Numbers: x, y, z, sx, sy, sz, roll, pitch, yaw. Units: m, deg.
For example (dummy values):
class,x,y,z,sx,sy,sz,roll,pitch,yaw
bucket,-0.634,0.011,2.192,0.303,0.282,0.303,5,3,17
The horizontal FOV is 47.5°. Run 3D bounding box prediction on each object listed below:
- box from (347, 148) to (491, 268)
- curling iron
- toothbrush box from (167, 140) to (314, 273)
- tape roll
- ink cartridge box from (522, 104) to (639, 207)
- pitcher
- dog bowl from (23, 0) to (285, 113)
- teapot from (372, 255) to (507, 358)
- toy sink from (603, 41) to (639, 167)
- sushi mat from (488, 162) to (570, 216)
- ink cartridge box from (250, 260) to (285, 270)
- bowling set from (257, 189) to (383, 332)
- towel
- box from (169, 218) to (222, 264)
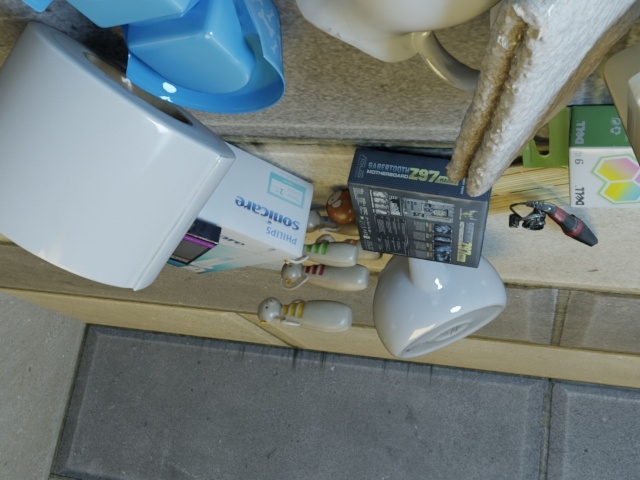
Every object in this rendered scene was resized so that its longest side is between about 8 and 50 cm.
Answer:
class,x,y,z,sx,sy,sz,roll,pitch,yaw
box,0.142,-0.040,1.025,0.183,0.059,0.233,10,159,14
curling iron,0.350,-0.023,1.052,0.068,0.035,0.274,-1,172,40
toothbrush box,-0.189,-0.045,1.143,0.216,0.126,0.295,23,160,-36
tape roll,-0.233,-0.088,0.760,0.246,0.169,0.246,34,-172,-5
ink cartridge box,0.322,-0.089,0.786,0.209,0.062,0.109,3,149,21
pitcher,0.087,-0.184,0.497,0.177,0.126,0.207,32,165,-11
dog bowl,-0.141,-0.212,0.642,0.165,0.074,0.297,0,162,29
teapot,0.191,0.082,1.286,0.252,0.187,0.256,-5,151,-40
toy sink,0.305,-0.074,0.498,0.152,0.234,0.131,-20,163,19
sushi mat,0.297,-0.074,0.967,0.316,0.019,0.151,-8,156,44
ink cartridge box,-0.152,0.022,1.499,0.223,0.045,0.224,8,164,1
bowling set,0.000,0.000,1.194,0.154,0.200,0.287,4,-153,17
towel,0.175,-0.143,0.519,0.049,0.187,0.282,40,170,13
box,-0.219,-0.007,1.028,0.116,0.029,0.162,19,159,-21
